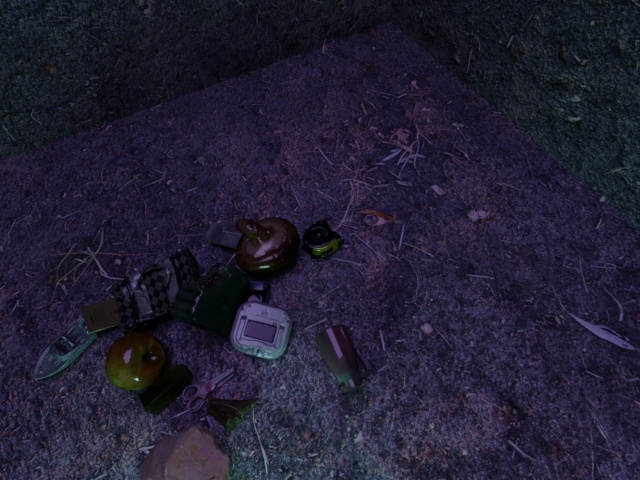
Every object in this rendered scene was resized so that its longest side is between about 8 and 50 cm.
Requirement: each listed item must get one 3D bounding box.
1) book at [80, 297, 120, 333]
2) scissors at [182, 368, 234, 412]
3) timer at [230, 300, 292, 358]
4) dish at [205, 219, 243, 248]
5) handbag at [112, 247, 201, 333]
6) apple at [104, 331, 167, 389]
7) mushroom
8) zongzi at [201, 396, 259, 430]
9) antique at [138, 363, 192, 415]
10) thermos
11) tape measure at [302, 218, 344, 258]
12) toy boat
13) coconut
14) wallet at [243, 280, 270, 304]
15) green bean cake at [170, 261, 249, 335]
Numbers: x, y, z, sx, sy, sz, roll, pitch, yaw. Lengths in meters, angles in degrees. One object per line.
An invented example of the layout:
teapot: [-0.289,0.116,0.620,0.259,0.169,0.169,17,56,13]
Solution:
book: [-1.050,0.358,1.967,0.192,0.013,0.168,-15,51,-36]
scissors: [-0.479,0.637,1.744,0.242,0.031,0.118,-32,58,-11]
timer: [-0.263,0.400,1.808,0.261,0.087,0.237,14,65,-1]
dish: [-0.506,-0.024,2.178,0.234,0.064,0.154,14,59,15]
handbag: [-0.775,0.261,1.942,0.415,0.180,0.317,-26,49,-6]
apple: [-0.813,0.532,1.764,0.226,0.246,0.246,-21,50,29]
mushroom: [-0.266,0.026,2.040,0.344,0.239,0.346,-3,76,12]
zongzi: [-0.379,0.683,1.693,0.188,0.081,0.178,20,38,35]
antique: [-0.657,0.635,1.731,0.221,0.080,0.081,-39,47,-20]
thermos: [0.102,0.506,1.708,0.176,0.146,0.265,-10,60,-31]
tape measure: [0.000,0.000,2.073,0.186,0.112,0.199,-37,58,-15]
toy boat: [-1.204,0.512,1.881,0.141,0.092,0.320,28,64,18]
coconut: [-0.490,0.841,1.456,0.297,0.309,0.298,22,44,-23]
wallet: [-0.336,0.308,1.929,0.169,0.069,0.231,2,59,6]
green bean cake: [-0.487,0.246,1.805,0.169,0.300,0.308,9,70,30]
